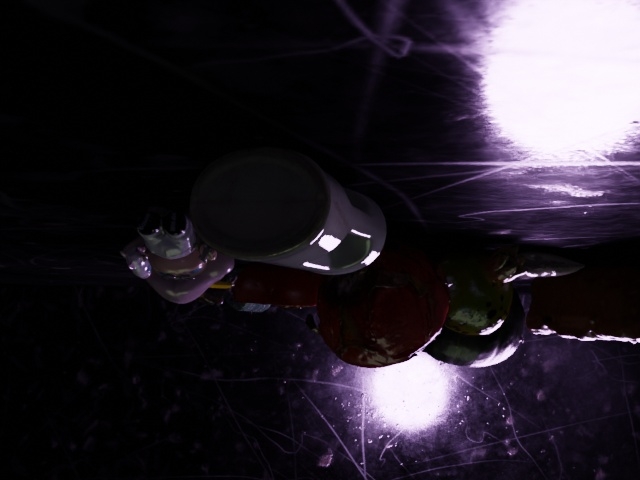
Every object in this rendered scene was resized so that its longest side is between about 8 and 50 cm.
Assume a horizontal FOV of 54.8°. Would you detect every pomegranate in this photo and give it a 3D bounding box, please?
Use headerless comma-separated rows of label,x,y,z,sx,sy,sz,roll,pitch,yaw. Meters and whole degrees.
pomegranate,0.277,0.080,1.088,0.159,0.159,0.205,5,145,-31

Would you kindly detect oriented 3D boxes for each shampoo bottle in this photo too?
shampoo bottle,-0.009,-0.015,0.561,0.118,0.087,0.234,-1,173,21

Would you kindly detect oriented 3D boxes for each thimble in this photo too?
thimble,-0.185,0.124,1.605,0.090,0.119,0.135,13,-177,-39

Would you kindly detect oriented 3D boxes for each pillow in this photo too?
pillow,0.375,0.050,1.198,0.148,0.050,0.229,10,174,-20

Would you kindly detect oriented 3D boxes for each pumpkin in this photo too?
pumpkin,0.301,0.150,1.352,0.299,0.208,0.300,10,-172,-1

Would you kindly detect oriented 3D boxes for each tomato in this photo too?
tomato,-0.071,0.079,1.321,0.227,0.101,0.228,1,-178,0

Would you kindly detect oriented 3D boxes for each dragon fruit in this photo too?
dragon fruit,0.074,0.070,0.949,0.223,0.218,0.148,23,158,41

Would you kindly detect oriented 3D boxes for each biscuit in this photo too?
biscuit,0.665,0.122,1.249,0.394,0.167,0.342,1,172,-13

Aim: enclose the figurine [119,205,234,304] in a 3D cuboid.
figurine,-0.181,0.015,0.781,0.137,0.112,0.229,-6,160,-5
